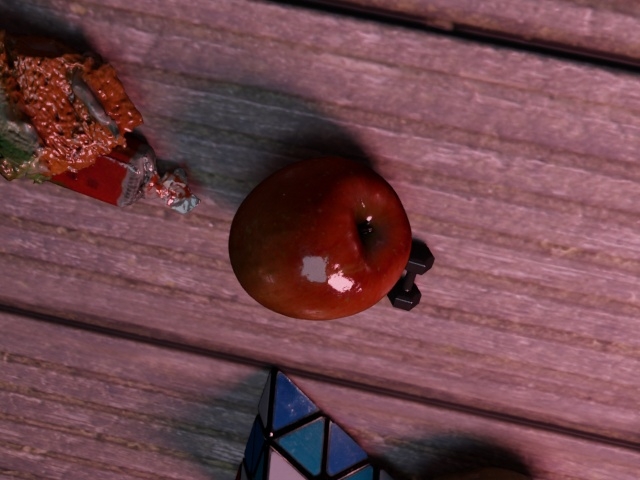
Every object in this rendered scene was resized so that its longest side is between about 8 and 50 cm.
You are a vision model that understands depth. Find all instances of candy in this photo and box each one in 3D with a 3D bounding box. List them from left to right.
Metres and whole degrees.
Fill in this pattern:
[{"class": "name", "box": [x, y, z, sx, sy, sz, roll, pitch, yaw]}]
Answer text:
[{"class": "candy", "box": [-0.272, -0.097, 1.278, 0.292, 0.059, 0.086, 20, 131, -2]}]

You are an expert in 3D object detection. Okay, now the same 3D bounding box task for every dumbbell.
[{"class": "dumbbell", "box": [0.104, 0.043, 1.318, 0.040, 0.036, 0.083, 15, 130, 0]}]

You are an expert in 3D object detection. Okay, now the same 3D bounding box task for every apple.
[{"class": "apple", "box": [0.000, 0.000, 1.224, 0.181, 0.181, 0.168, 42, 148, -20]}]

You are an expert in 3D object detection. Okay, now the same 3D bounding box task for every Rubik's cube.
[{"class": "Rubik's cube", "box": [-0.074, 0.369, 1.541, 0.284, 0.250, 0.234, 41, 147, -19]}]

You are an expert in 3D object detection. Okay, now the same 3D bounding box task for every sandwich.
[{"class": "sandwich", "box": [-0.293, -0.159, 1.189, 0.160, 0.109, 0.185, -27, 86, -1]}]

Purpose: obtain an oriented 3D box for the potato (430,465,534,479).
[{"class": "potato", "box": [0.200, 0.447, 1.490, 0.243, 0.221, 0.326, 19, 112, 33]}]
